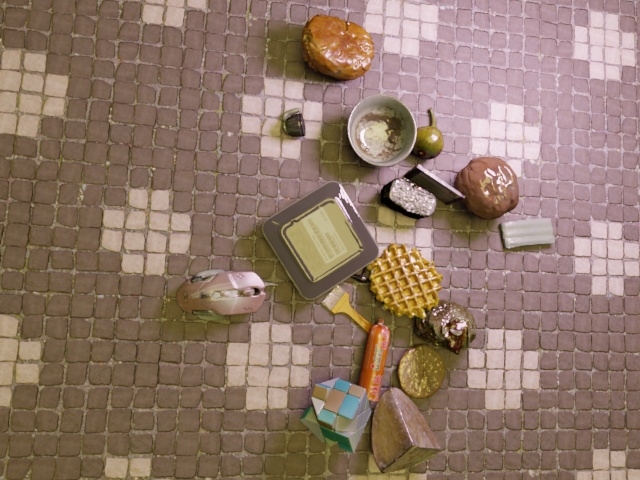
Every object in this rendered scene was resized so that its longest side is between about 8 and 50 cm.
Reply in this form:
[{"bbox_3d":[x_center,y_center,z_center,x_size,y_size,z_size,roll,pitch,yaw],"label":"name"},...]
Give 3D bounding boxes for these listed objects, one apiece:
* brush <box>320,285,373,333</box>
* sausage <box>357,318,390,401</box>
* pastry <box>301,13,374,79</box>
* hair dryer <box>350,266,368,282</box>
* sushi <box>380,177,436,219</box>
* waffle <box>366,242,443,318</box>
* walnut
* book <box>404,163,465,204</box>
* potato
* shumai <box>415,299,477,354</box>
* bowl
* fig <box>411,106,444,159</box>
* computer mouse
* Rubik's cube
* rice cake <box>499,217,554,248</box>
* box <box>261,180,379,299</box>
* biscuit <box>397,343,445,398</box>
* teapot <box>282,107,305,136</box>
[{"bbox_3d":[0.135,0.301,1.813,0.272,0.013,0.103,42,81,-4],"label":"brush"},{"bbox_3d":[0.216,0.468,1.766,0.092,0.093,0.313,13,86,-7],"label":"sausage"},{"bbox_3d":[0.063,-0.777,1.814,0.310,0.162,0.256,12,73,-18],"label":"pastry"},{"bbox_3d":[0.164,0.129,1.830,0.078,0.031,0.084,20,69,2],"label":"hair dryer"},{"bbox_3d":[0.356,-0.165,1.827,0.224,0.127,0.124,21,82,-14],"label":"sushi"},{"bbox_3d":[0.349,0.160,1.799,0.328,0.062,0.330,1,70,-3],"label":"waffle"},{"bbox_3d":[0.689,-0.220,1.833,0.272,0.227,0.274,1,81,-5],"label":"walnut"},{"bbox_3d":[0.465,-0.228,1.833,0.231,0.157,0.026,33,80,-5],"label":"book"},{"bbox_3d":[0.308,0.750,1.766,0.189,0.211,0.265,-42,49,25],"label":"potato"},{"bbox_3d":[0.518,0.340,1.772,0.255,0.218,0.189,4,90,-5],"label":"shumai"},{"bbox_3d":[0.232,-0.432,1.820,0.288,0.146,0.290,0,87,-9],"label":"bowl"},{"bbox_3d":[0.459,-0.458,1.888,0.149,0.149,0.246,25,63,-6],"label":"fig"},{"bbox_3d":[-0.353,0.204,1.697,0.388,0.115,0.200,-5,89,-8],"label":"computer mouse"},{"bbox_3d":[0.060,0.643,1.680,0.212,0.266,0.224,10,44,27],"label":"Rubik's cube"},{"bbox_3d":[0.901,-0.035,1.943,0.236,0.043,0.128,-7,85,-10],"label":"rice cake"},{"bbox_3d":[0.000,0.000,1.767,0.372,0.090,0.368,-33,93,-8],"label":"box"},{"bbox_3d":[0.413,0.534,1.819,0.219,0.033,0.220,2,81,-16],"label":"biscuit"},{"bbox_3d":[-0.109,-0.472,1.814,0.090,0.124,0.092,-8,128,6],"label":"teapot"}]
